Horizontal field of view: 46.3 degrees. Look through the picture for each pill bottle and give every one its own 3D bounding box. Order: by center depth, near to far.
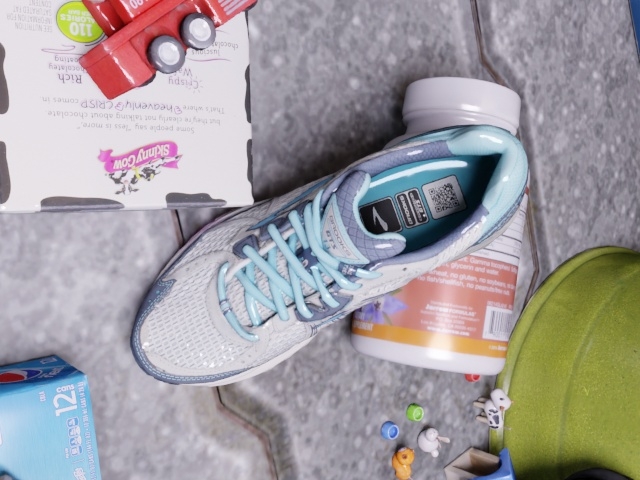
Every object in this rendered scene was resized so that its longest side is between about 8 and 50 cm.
[{"bbox_3d":[0.097,-0.011,0.588,0.121,0.121,0.216,12,84,-35],"label":"pill bottle"}]

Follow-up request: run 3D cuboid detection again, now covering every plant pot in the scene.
[{"bbox_3d":[0.408,0.194,0.672,0.367,0.353,0.366,-1,92,-35],"label":"plant pot"}]

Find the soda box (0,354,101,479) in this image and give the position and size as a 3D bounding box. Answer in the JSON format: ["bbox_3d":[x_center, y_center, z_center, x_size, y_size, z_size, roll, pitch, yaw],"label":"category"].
[{"bbox_3d":[-0.165,0.181,0.439,0.067,0.071,0.210,-9,97,-33],"label":"soda box"}]

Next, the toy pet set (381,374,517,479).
[{"bbox_3d":[0.131,0.188,0.652,0.122,0.065,0.114,-27,106,-31],"label":"toy pet set"}]

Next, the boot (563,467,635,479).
[{"bbox_3d":[0.090,0.301,0.546,0.260,0.131,0.348,28,93,-33],"label":"boot"}]

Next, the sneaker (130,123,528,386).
[{"bbox_3d":[0.000,0.000,0.467,0.283,0.122,0.110,-30,84,-1],"label":"sneaker"}]

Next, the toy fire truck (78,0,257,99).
[{"bbox_3d":[-0.111,-0.152,0.394,0.192,0.047,0.135,-45,114,-26],"label":"toy fire truck"}]

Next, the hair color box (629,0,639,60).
[{"bbox_3d":[0.401,-0.385,0.799,0.174,0.105,0.347,-25,106,-32],"label":"hair color box"}]

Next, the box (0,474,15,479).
[{"bbox_3d":[-0.216,0.271,0.311,0.311,0.148,0.121,-44,104,-11],"label":"box"}]

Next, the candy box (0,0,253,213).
[{"bbox_3d":[-0.127,-0.134,0.456,0.159,0.071,0.233,-3,92,-35],"label":"candy box"}]
